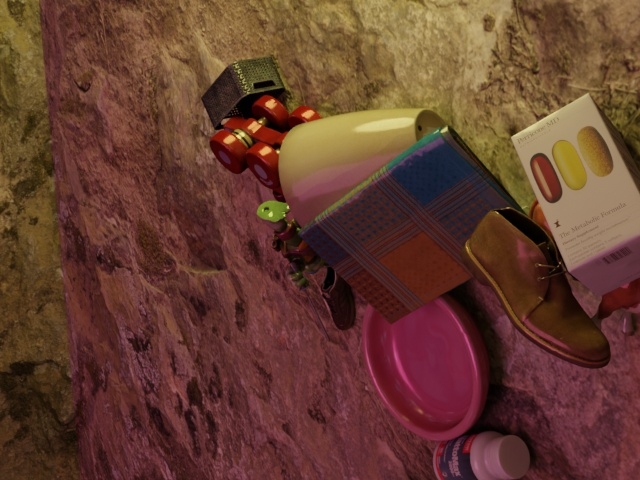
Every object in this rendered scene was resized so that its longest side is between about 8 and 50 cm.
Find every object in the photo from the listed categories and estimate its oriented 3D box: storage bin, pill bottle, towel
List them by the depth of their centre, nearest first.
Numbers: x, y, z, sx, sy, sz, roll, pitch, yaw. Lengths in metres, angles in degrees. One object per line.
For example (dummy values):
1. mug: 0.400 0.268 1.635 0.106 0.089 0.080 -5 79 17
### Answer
1. towel: 0.173 -0.017 1.692 0.271 0.040 0.370 45 126 -14
2. pill bottle: 0.312 0.423 1.822 0.180 0.108 0.107 -27 82 53
3. storage bin: -0.177 -0.333 2.143 0.180 0.122 0.084 -34 77 53

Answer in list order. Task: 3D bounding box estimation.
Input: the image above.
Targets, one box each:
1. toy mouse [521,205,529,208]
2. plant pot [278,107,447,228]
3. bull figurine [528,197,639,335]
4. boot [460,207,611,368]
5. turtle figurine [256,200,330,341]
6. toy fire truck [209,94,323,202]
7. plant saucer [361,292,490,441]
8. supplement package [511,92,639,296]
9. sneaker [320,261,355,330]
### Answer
1. toy mouse: 0.310 -0.051 1.693 0.143 0.031 0.161 0 104 53
2. plant pot: 0.108 -0.143 1.778 0.274 0.256 0.256 -18 89 39
3. bull figurine: 0.449 0.049 1.493 0.310 0.101 0.188 43 137 34
4. boot: 0.346 0.070 1.475 0.305 0.112 0.115 49 132 30
5. turtle figurine: 0.000 0.000 1.911 0.274 0.198 0.266 56 176 43
6. toy fire truck: -0.085 -0.160 2.065 0.302 0.169 0.253 24 149 44
7. plant saucer: 0.218 0.230 1.883 0.332 0.084 0.332 23 120 48
8. supplement package: 0.401 -0.066 1.386 0.139 0.134 0.244 -31 56 22
9. sneaker: 0.028 0.117 2.101 0.066 0.071 0.188 17 117 49
